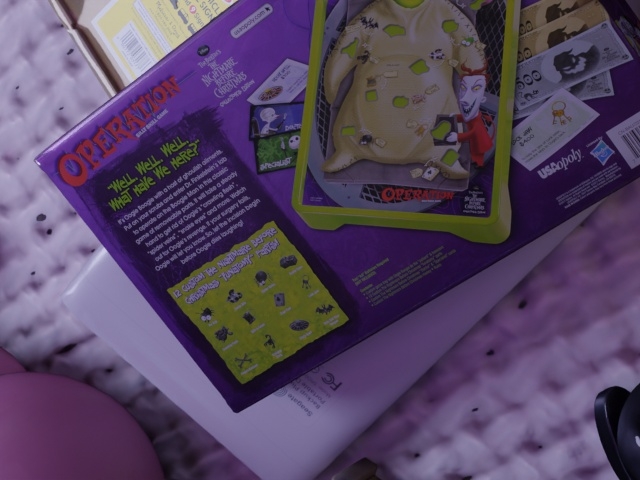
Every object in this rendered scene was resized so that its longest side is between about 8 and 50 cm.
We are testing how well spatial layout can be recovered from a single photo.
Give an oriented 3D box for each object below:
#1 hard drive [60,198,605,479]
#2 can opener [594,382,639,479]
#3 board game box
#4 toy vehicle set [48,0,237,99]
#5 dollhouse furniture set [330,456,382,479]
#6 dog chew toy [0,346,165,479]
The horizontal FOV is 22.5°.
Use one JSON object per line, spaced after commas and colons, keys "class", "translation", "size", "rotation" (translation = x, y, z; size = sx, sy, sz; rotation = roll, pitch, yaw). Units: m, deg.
{"class": "hard drive", "translation": [0.000, 0.000, 1.015], "size": [0.210, 0.040, 0.318], "rotation": [41, 120, -2]}
{"class": "can opener", "translation": [0.226, 0.163, 0.943], "size": [0.059, 0.073, 0.186], "rotation": [-29, 88, -6]}
{"class": "board game box", "translation": [0.018, -0.059, 0.931], "size": [0.347, 0.056, 0.208], "rotation": [-32, 104, 29]}
{"class": "toy vehicle set", "translation": [-0.087, -0.154, 1.066], "size": [0.166, 0.035, 0.267], "rotation": [-37, 81, 32]}
{"class": "dollhouse furniture set", "translation": [-0.008, 0.318, 0.965], "size": [0.198, 0.303, 0.286], "rotation": [31, 115, 23]}
{"class": "dog chew toy", "translation": [-0.266, 0.160, 1.161], "size": [0.332, 0.207, 0.206], "rotation": [28, 114, 33]}
